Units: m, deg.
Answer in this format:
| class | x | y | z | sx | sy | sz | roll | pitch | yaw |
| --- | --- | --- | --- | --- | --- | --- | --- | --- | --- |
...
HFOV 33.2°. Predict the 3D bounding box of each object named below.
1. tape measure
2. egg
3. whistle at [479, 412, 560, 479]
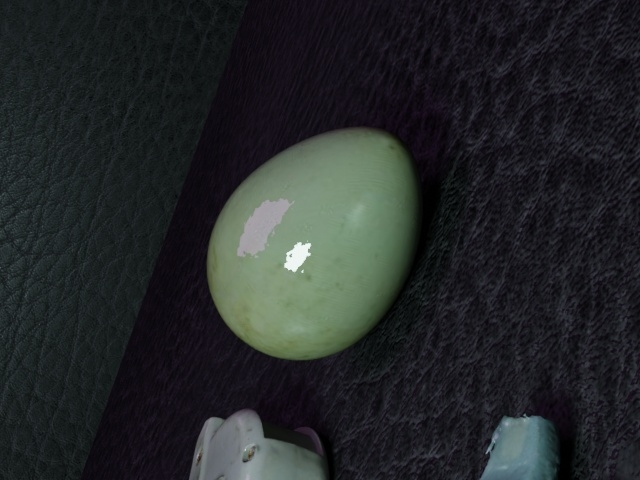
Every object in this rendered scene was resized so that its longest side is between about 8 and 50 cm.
| class | x | y | z | sx | sy | sz | roll | pitch | yaw |
| --- | --- | --- | --- | --- | --- | --- | --- | --- | --- |
| tape measure | -0.091 | 0.324 | 1.270 | 0.265 | 0.130 | 0.258 | -43 | 30 | 56 |
| egg | 0.000 | 0.000 | 1.190 | 0.295 | 0.218 | 0.218 | -50 | 24 | 28 |
| whistle | 0.127 | 0.251 | 0.751 | 0.180 | 0.093 | 0.269 | -38 | 30 | 61 |
